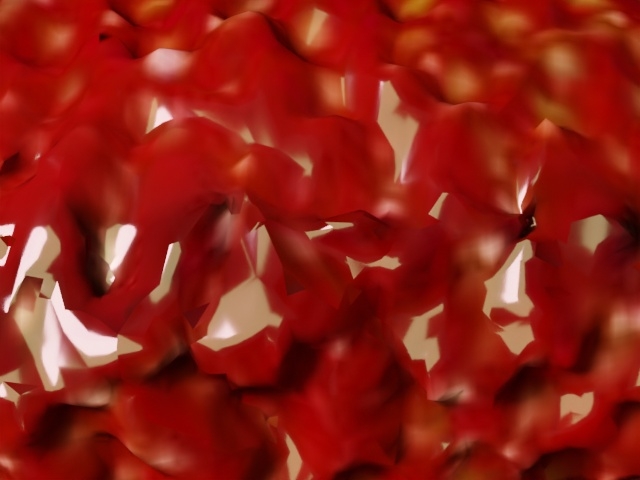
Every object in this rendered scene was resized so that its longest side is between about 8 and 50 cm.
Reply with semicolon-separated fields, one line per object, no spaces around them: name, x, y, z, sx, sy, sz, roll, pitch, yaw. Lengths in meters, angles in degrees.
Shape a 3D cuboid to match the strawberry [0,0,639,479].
strawberry;-0.001;-0.002;0.596;0.343;0.292;0.292;-29;60;6
